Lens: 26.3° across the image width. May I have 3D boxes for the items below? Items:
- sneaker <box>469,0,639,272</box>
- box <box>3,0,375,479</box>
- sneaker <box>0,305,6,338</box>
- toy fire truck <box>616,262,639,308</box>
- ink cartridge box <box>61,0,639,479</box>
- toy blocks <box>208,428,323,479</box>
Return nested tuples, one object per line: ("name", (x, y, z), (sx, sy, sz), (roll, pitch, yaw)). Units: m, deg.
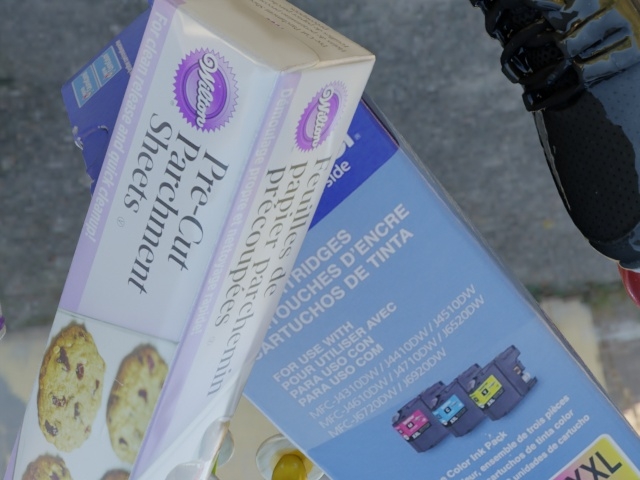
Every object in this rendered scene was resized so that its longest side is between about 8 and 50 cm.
("sneaker", (0.117, -0.143, 0.750), (0.139, 0.341, 0.125), (-11, 173, -35))
("box", (-0.073, 0.056, 0.558), (0.063, 0.067, 0.324), (-18, 138, -53))
("sneaker", (-0.268, 0.026, 0.614), (0.282, 0.161, 0.102), (-4, -153, 28))
("toy fire truck", (0.405, -0.046, 1.263), (0.253, 0.302, 0.169), (1, -176, 10))
("ink cartridge box", (0.000, 0.000, 0.793), (0.151, 0.270, 0.395), (-41, 119, 5))
("toy blocks", (-0.057, 0.192, 0.931), (0.123, 0.148, 0.054), (10, 123, -5))
